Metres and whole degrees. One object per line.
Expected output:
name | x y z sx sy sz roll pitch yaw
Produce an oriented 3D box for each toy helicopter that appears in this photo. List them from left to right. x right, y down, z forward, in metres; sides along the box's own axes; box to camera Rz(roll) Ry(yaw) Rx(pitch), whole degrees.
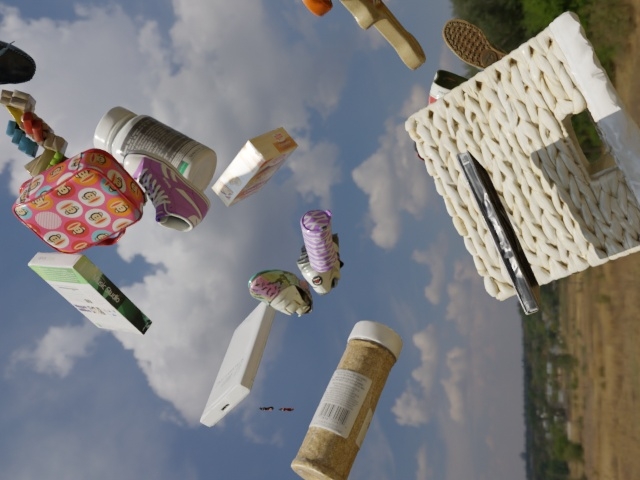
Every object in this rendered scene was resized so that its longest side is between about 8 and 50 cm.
toy helicopter | 0.104 -0.498 1.282 0.355 0.140 0.235 38 -146 -34

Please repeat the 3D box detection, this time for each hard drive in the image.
hard drive | -0.232 0.347 1.798 0.047 0.233 0.353 33 -144 -14

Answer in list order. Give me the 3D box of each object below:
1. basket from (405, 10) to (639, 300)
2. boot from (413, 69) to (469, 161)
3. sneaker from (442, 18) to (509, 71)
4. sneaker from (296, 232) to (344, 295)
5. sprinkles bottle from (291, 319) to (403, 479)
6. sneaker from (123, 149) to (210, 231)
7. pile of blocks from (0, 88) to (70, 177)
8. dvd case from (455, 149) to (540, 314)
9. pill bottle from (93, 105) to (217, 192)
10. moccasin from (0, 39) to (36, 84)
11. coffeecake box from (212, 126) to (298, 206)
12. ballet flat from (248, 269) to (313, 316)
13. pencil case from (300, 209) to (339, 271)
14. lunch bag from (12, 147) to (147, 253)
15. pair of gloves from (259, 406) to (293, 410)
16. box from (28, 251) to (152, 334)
basket | 0.345 -0.123 0.947 0.328 0.266 0.331 64 -153 1
boot | 0.261 -0.267 1.323 0.244 0.088 0.176 -47 -24 -58
sneaker | 0.320 -0.358 1.196 0.064 0.192 0.086 -56 -5 11
sneaker | 0.008 0.079 1.972 0.146 0.122 0.330 66 -162 -13
sprinkles bottle | 0.063 0.347 1.313 0.355 0.121 0.121 -61 -34 -31
sneaker | -0.452 -0.135 1.713 0.282 0.102 0.161 35 -142 -8
pile of blocks | -0.781 -0.264 1.692 0.362 0.149 0.112 51 169 -6
dvd case | 0.200 -0.011 0.673 0.165 0.018 0.221 67 -161 7
pill bottle | -0.540 -0.284 1.999 0.204 0.361 0.204 -60 -7 -13
moccasin | -0.849 -0.429 1.467 0.342 0.116 0.138 -6 -64 -49
coffeecake box | -0.161 -0.181 1.499 0.068 0.185 0.142 49 -141 4
ballet flat | -0.059 0.106 1.155 0.079 0.077 0.221 52 -173 20
pencil case | 0.000 0.000 1.680 0.088 0.086 0.206 -33 -34 -17
lunch bag | -0.615 -0.085 1.608 0.258 0.293 0.120 55 -162 -41
pair of gloves | -0.106 0.406 1.476 0.074 0.083 0.010 91 179 -75
box | -0.676 0.157 1.807 0.322 0.232 0.059 57 -132 -39
